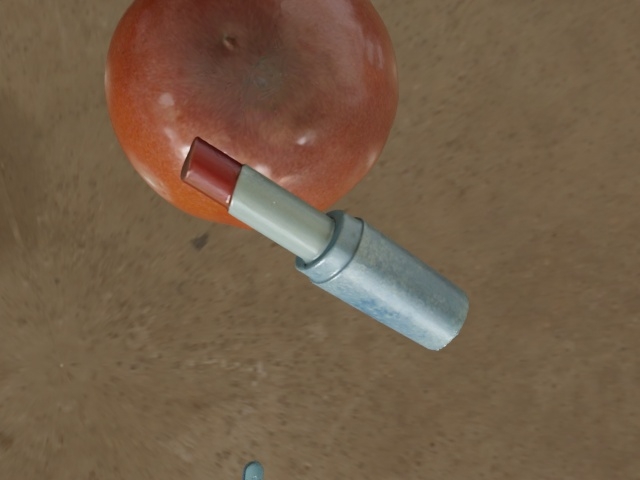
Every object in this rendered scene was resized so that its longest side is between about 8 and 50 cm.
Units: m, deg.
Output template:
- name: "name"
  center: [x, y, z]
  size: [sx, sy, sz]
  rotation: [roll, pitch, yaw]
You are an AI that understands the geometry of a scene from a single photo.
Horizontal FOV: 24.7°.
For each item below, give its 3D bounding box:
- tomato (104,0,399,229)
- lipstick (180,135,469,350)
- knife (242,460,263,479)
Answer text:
- name: "tomato"
  center: [-0.059, -0.136, 1.276]
  size: [0.256, 0.224, 0.255]
  rotation: [-1, 80, 6]
- name: "lipstick"
  center: [0.000, 0.000, 1.165]
  size: [0.274, 0.068, 0.061]
  rotation: [32, 57, -25]
- name: "knife"
  center: [-0.063, 0.235, 1.251]
  size: [0.027, 0.010, 0.096]
  rotation: [5, 96, -21]
